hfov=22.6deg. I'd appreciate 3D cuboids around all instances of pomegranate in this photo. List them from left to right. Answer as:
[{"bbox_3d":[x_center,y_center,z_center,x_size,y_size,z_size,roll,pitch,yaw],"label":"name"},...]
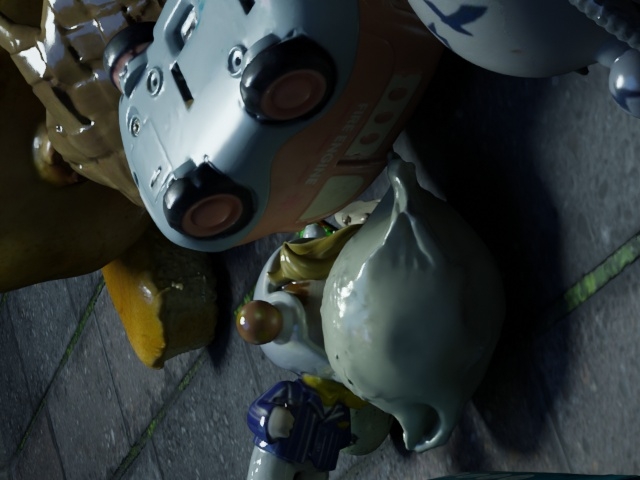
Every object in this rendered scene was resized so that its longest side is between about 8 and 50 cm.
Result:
[{"bbox_3d":[-0.344,-0.132,1.749,0.417,0.417,0.416,170,90,-68],"label":"pomegranate"}]

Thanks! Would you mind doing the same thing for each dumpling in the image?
[{"bbox_3d":[0.076,0.046,1.291,0.193,0.147,0.258,-73,-23,-69],"label":"dumpling"}]

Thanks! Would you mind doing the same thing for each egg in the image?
[{"bbox_3d":[0.029,0.150,1.497,0.085,0.085,0.110,39,144,58],"label":"egg"}]

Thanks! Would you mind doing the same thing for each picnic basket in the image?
[{"bbox_3d":[-0.186,-0.225,1.519,0.337,0.293,0.337,22,127,31],"label":"picnic basket"}]

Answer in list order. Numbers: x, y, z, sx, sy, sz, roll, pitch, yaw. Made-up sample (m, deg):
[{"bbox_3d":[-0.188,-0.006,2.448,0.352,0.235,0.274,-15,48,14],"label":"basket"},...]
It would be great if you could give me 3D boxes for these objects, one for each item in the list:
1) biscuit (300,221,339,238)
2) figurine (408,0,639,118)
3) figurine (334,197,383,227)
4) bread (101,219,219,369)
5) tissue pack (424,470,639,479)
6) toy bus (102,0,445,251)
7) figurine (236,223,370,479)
[{"bbox_3d":[0.001,0.000,1.588,0.089,0.016,0.046,-148,54,-60],"label":"biscuit"},{"bbox_3d":[0.159,-0.200,0.920,0.382,0.186,0.261,180,86,-72],"label":"figurine"},{"bbox_3d":[0.045,-0.008,1.451,0.083,0.047,0.050,14,123,70],"label":"figurine"},{"bbox_3d":[-0.208,0.028,1.963,0.245,0.121,0.174,61,150,33],"label":"bread"},{"bbox_3d":[0.114,0.252,1.199,0.271,0.192,0.134,164,97,-68],"label":"tissue pack"},{"bbox_3d":[-0.026,-0.130,1.289,0.287,0.232,0.194,-56,48,36],"label":"toy bus"},{"bbox_3d":[0.003,0.124,1.395,0.133,0.194,0.274,-2,93,55],"label":"figurine"}]
